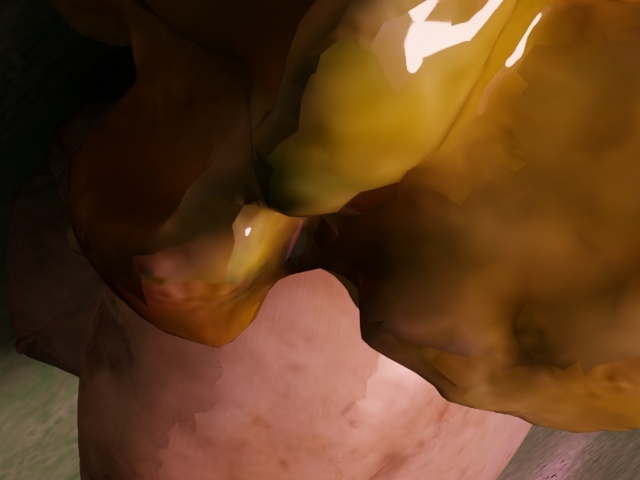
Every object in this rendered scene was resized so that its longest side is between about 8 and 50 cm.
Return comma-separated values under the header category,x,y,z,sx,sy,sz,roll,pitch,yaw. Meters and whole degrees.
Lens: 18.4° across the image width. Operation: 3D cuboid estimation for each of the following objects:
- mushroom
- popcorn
category,x,y,z,sx,sy,sz,roll,pitch,yaw
mushroom,0.000,0.000,0.668,0.255,0.184,0.254,5,90,-68
popcorn,0.054,-0.084,0.452,0.270,0.258,0.224,-62,-172,8
